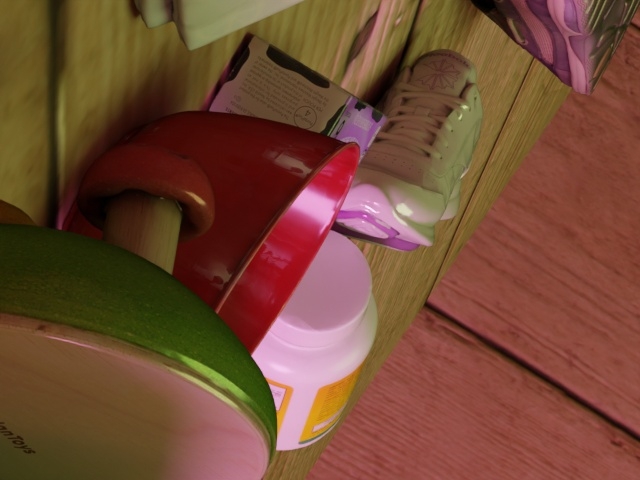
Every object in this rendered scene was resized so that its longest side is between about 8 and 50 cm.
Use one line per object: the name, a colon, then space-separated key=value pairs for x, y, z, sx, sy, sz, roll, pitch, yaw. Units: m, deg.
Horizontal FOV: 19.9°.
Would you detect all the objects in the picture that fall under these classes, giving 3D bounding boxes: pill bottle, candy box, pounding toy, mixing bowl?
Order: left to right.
pounding toy: x=-0.105 y=0.034 z=0.697 sx=0.237 sy=0.183 sz=0.110 roll=108 pitch=-10 yaw=-62
mixing bowl: x=-0.068 y=0.003 z=0.917 sx=0.181 sy=0.098 sz=0.181 roll=-55 pitch=171 yaw=-12
candy box: x=-0.047 y=-0.013 z=1.081 sx=0.196 sy=0.070 sz=0.165 roll=-59 pitch=172 yaw=5
pill bottle: x=-0.020 y=0.075 z=1.421 sx=0.117 sy=0.117 sz=0.208 roll=-53 pitch=171 yaw=-27

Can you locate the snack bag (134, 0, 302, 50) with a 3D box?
snack bag: x=0.079 y=-0.187 z=0.667 sx=0.323 sy=0.037 sz=0.342 roll=-25 pitch=172 yaw=-8

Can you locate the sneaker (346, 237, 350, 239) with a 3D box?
sneaker: x=0.000 y=0.000 z=1.519 sx=0.067 sy=0.042 sz=0.118 roll=-54 pitch=180 yaw=3

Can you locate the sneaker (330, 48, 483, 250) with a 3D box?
sneaker: x=0.062 y=-0.079 z=1.461 sx=0.305 sy=0.114 sz=0.152 roll=-44 pitch=151 yaw=-75

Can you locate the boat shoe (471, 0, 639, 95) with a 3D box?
boat shoe: x=0.206 y=-0.229 z=1.592 sx=0.132 sy=0.130 sz=0.355 roll=-60 pitch=167 yaw=-5
